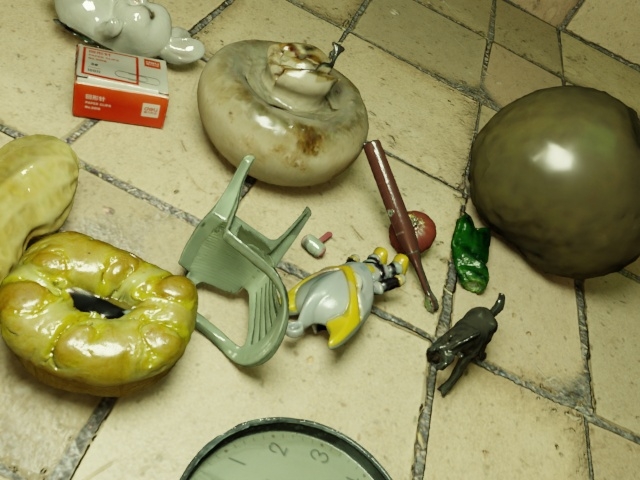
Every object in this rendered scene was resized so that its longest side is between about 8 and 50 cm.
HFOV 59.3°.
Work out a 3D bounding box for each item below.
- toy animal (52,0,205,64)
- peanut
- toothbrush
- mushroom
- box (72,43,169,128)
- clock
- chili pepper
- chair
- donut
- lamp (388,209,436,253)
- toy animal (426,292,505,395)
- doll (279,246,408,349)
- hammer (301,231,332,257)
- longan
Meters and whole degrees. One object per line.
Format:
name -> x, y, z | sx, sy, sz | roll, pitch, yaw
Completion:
toy animal -> -0.432, -0.484, 1.247 | 0.325, 0.154, 0.208 | 20, 19, -39
peanut -> -0.468, -0.042, 0.839 | 0.146, 0.147, 0.306 | 25, 44, -4
toothbrush -> 0.163, -0.030, 1.122 | 0.040, 0.041, 0.364 | -18, 87, -37
mushroom -> -0.065, -0.289, 1.146 | 0.362, 0.295, 0.362 | 14, 47, -16
box -> -0.405, -0.315, 1.138 | 0.182, 0.099, 0.133 | 6, 47, -23
clock -> -0.034, 0.368, 0.691 | 0.324, 0.067, 0.325 | 13, 35, -9
chili pepper -> 0.336, 0.015, 1.245 | 0.098, 0.061, 0.224 | 23, 46, -6
chair -> -0.121, 0.037, 0.901 | 0.190, 0.203, 0.275 | 34, 38, -12
donut -> -0.312, 0.110, 0.785 | 0.261, 0.128, 0.209 | 24, 46, -5
lamp -> 0.193, -0.016, 1.180 | 0.101, 0.090, 0.101 | -8, 56, 12
toy animal -> 0.262, 0.181, 0.996 | 0.232, 0.148, 0.084 | -25, 66, -40
doll -> 0.049, 0.093, 1.005 | 0.145, 0.103, 0.316 | 42, 40, 19
hammer -> 0.000, 0.000, 1.113 | 0.052, 0.031, 0.083 | 42, 39, 8
longan -> 0.559, -0.145, 1.271 | 0.435, 0.404, 0.404 | 38, 45, 10
